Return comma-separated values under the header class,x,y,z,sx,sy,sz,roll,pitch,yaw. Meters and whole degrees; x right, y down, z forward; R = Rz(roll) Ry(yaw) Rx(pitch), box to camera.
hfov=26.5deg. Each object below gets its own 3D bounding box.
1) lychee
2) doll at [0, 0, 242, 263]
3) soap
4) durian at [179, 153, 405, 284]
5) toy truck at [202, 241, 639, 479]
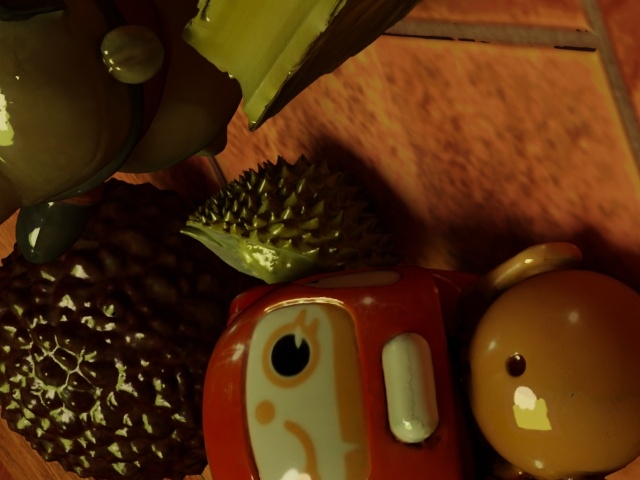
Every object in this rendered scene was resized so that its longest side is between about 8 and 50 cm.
class,x,y,z,sx,sy,sz,roll,pitch,yaw
lychee,-0.167,0.076,1.174,0.300,0.264,0.264,24,150,11
doll,-0.144,-0.121,0.815,0.174,0.330,0.235,-14,106,21
soap,0.022,-0.150,0.663,0.076,0.135,0.233,50,155,0
durian,0.000,0.000,0.984,0.146,0.102,0.208,20,171,20
toy truck,0.069,0.095,0.815,0.239,0.264,0.189,129,137,-67
